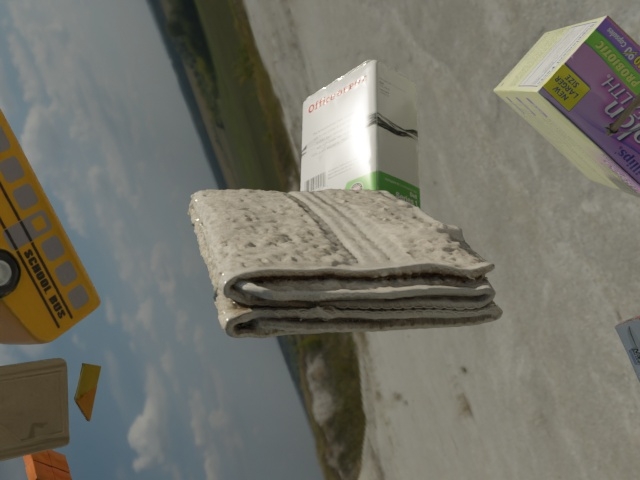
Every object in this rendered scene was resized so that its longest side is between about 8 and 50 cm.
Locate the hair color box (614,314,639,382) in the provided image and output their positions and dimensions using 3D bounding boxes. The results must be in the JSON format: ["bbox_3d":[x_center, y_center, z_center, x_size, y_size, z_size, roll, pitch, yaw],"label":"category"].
[{"bbox_3d":[0.477,0.120,0.884,0.053,0.167,0.093,-2,-112,-60],"label":"hair color box"}]

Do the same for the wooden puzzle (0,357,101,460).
[{"bbox_3d":[-0.236,0.135,0.558,0.014,0.116,0.078,-7,80,48],"label":"wooden puzzle"}]

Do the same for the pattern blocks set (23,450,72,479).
[{"bbox_3d":[-0.334,0.271,0.640,0.325,0.026,0.285,42,-158,-6],"label":"pattern blocks set"}]

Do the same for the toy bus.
[{"bbox_3d":[-0.390,-0.036,0.789,0.130,0.108,0.332,-44,-60,-47],"label":"toy bus"}]

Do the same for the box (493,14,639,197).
[{"bbox_3d":[0.373,-0.176,0.934,0.213,0.117,0.243,41,-169,-7],"label":"box"}]

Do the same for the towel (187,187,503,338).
[{"bbox_3d":[0.000,0.000,0.531,0.282,0.187,0.049,-134,46,-68],"label":"towel"}]

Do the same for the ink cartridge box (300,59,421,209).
[{"bbox_3d":[0.053,-0.116,0.978,0.160,0.093,0.219,-19,61,46],"label":"ink cartridge box"}]

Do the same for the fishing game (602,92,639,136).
[{"bbox_3d":[0.389,-0.060,0.606,0.264,0.041,0.189,31,157,6],"label":"fishing game"}]
